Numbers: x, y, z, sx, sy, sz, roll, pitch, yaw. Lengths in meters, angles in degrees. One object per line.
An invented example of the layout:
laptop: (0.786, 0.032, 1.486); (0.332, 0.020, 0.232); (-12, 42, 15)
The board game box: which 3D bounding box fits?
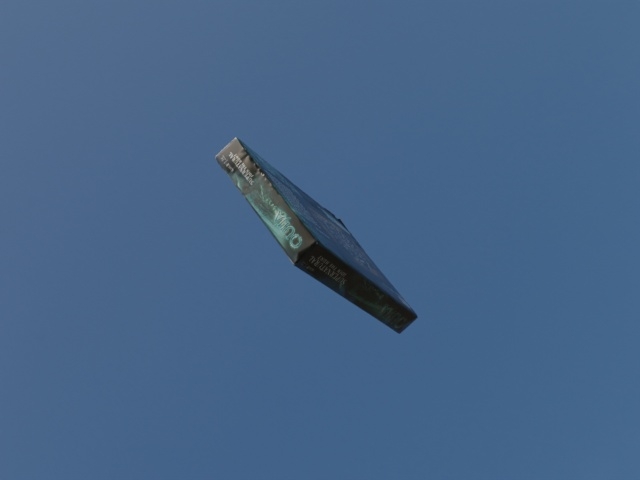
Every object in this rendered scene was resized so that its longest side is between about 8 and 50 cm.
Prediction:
board game box: (0.000, 0.000, 0.935); (0.026, 0.126, 0.186); (-43, -34, 7)
